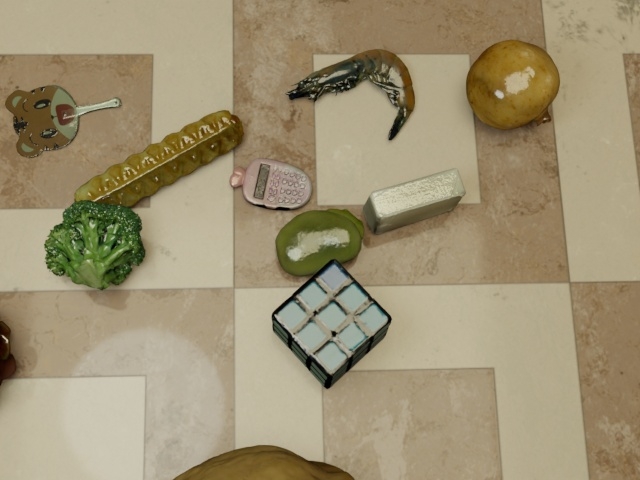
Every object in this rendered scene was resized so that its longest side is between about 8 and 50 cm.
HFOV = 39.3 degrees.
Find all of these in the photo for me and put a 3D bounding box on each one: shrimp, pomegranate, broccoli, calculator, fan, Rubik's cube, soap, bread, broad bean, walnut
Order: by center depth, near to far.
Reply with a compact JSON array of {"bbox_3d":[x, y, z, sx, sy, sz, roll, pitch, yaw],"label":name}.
[{"bbox_3d":[-0.116,0.525,1.479,0.384,0.383,0.383,1,75,-3],"label":"walnut"},{"bbox_3d":[0.018,0.157,1.658,0.160,0.163,0.162,-42,77,-12],"label":"Rubik's cube"},{"bbox_3d":[-0.417,0.010,1.663,0.195,0.195,0.156,16,45,1],"label":"broccoli"},{"bbox_3d":[0.000,0.000,1.738,0.175,0.082,0.124,-9,78,-7],"label":"broad bean"},{"bbox_3d":[0.182,-0.075,1.748,0.183,0.121,0.063,-17,77,-8],"label":"soap"},{"bbox_3d":[-0.315,-0.149,1.765,0.368,0.077,0.084,-31,75,-9],"label":"bread"},{"bbox_3d":[-0.099,-0.112,1.793,0.166,0.024,0.103,12,75,-2],"label":"calculator"},{"bbox_3d":[0.391,-0.304,1.800,0.196,0.196,0.196,1,75,-3],"label":"pomegranate"},{"bbox_3d":[-0.517,-0.258,1.816,0.227,0.008,0.152,-15,75,-6],"label":"fan"},{"bbox_3d":[0.072,-0.284,1.835,0.262,0.051,0.198,-18,77,-11],"label":"shrimp"}]

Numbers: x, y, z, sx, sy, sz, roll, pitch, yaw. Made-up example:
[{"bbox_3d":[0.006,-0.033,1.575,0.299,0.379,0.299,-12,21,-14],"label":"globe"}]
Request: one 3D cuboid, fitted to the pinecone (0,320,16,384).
[{"bbox_3d":[-0.679,0.204,1.564,0.264,0.264,0.264,1,75,-3],"label":"pinecone"}]
